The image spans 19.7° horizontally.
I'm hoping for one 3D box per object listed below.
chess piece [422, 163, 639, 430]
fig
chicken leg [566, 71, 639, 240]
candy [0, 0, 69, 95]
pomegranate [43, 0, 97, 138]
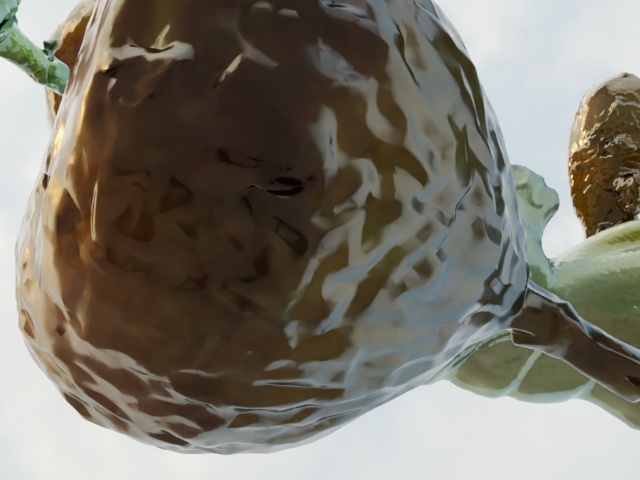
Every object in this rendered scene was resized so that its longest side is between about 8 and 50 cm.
[{"bbox_3d":[0.194,0.048,1.275,0.298,0.176,0.176,16,-58,-20],"label":"chess piece"},{"bbox_3d":[0.030,-0.008,0.951,0.368,0.286,0.286,20,-56,-21],"label":"fig"},{"bbox_3d":[0.243,-0.037,1.455,0.101,0.207,0.085,11,-33,0],"label":"chicken leg"},{"bbox_3d":[-0.173,-0.111,1.224,0.091,0.083,0.305,-22,-40,29],"label":"candy"},{"bbox_3d":[-0.139,-0.114,1.543,0.215,0.215,0.215,10,-67,24],"label":"pomegranate"}]
